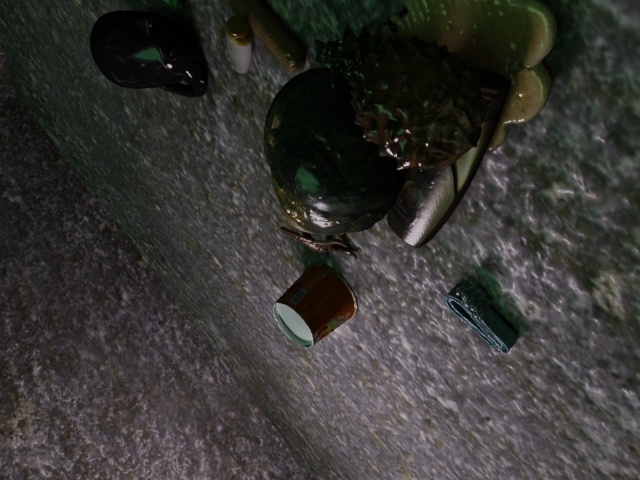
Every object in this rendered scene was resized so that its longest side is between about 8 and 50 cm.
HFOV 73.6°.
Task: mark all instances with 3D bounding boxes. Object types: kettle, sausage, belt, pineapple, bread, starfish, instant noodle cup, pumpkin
[{"bbox_3d":[-0.456,-0.518,1.223,0.290,0.208,0.268,15,160,31],"label":"kettle"},{"bbox_3d":[-0.138,-0.494,0.952,0.301,0.065,0.066,51,146,4],"label":"sausage"},{"bbox_3d":[0.365,0.169,0.953,0.179,0.065,0.100,43,153,11],"label":"belt"},{"bbox_3d":[0.106,-0.246,0.659,0.361,0.174,0.175,-111,15,-47],"label":"pineapple"},{"bbox_3d":[0.229,-0.295,0.706,0.316,0.054,0.316,31,140,30],"label":"bread"},{"bbox_3d":[-0.003,0.008,1.169,0.213,0.057,0.238,20,179,-19],"label":"starfish"},{"bbox_3d":[-0.026,0.213,1.340,0.230,0.182,0.230,29,139,29],"label":"instant noodle cup"},{"bbox_3d":[0.019,-0.160,0.848,0.291,0.257,0.328,124,146,-58],"label":"pumpkin"}]

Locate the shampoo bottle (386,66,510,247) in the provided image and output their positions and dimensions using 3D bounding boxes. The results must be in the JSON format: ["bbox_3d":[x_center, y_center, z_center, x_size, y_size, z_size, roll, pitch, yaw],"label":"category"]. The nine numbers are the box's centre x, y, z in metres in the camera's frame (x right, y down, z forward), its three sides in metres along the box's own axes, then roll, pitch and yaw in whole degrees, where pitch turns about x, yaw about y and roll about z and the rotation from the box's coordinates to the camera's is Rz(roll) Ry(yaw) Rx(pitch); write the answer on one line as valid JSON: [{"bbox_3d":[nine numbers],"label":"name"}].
[{"bbox_3d":[0.212,-0.133,0.759,0.126,0.084,0.350,49,148,24],"label":"shampoo bottle"}]

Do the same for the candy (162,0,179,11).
[{"bbox_3d":[-0.438,-0.704,1.112,0.203,0.078,0.141,34,142,17],"label":"candy"}]

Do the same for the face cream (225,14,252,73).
[{"bbox_3d":[-0.190,-0.454,1.005,0.072,0.051,0.182,47,171,-3],"label":"face cream"}]

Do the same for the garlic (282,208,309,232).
[{"bbox_3d":[-0.001,-0.096,1.107,0.244,0.145,0.164,23,105,33],"label":"garlic"}]
